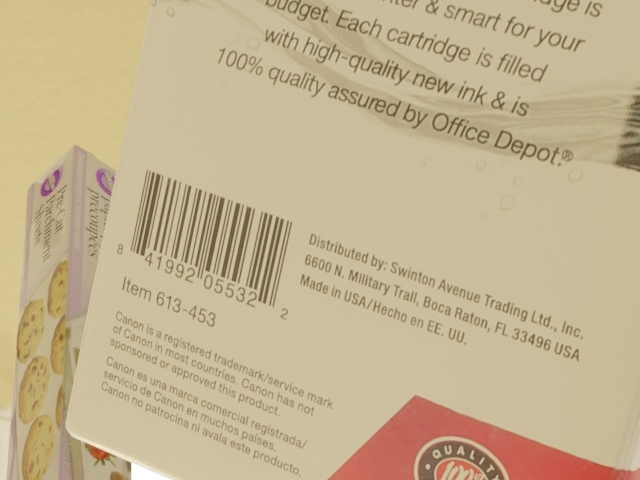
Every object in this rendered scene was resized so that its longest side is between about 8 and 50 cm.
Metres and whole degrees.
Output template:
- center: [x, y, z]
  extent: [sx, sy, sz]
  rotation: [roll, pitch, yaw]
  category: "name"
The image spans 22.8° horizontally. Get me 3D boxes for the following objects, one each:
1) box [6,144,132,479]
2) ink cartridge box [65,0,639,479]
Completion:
- center: [-0.176, 0.070, 1.134]
  extent: [0.063, 0.067, 0.324]
  rotation: [33, -146, -33]
  category: "box"
- center: [0.040, -0.034, 0.452]
  extent: [0.100, 0.172, 0.237]
  rotation: [-10, -64, -61]
  category: "ink cartridge box"
